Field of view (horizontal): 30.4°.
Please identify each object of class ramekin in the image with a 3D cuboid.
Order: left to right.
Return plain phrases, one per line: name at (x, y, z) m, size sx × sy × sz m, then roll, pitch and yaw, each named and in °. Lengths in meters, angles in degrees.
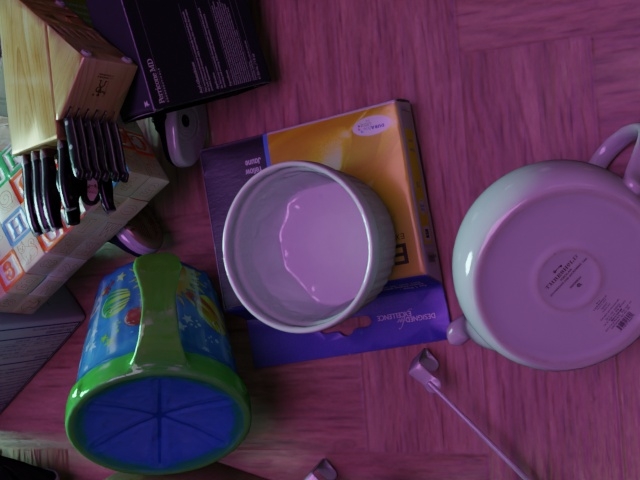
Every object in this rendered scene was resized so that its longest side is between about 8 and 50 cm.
ramekin at (-0.005, 0.007, 1.439) m, size 0.207 × 0.109 × 0.207 m, roll 1°, pitch 93°, yaw 28°

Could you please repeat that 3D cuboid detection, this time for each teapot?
teapot at (0.265, 0.010, 1.340) m, size 0.256 × 0.187 × 0.253 m, roll -8°, pitch 108°, yaw 1°

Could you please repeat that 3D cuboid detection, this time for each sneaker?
sneaker at (-0.351, -0.031, 1.692) m, size 0.282 × 0.099 × 0.153 m, roll 43°, pitch 107°, yaw 24°
sneaker at (-0.229, -0.200, 1.643) m, size 0.121 × 0.079 × 0.217 m, roll -9°, pitch 79°, yaw 30°

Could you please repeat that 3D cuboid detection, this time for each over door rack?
over door rack at (0.143, 0.336, 1.448) m, size 0.324 × 0.108 × 0.239 m, roll 48°, pitch 110°, yaw 18°

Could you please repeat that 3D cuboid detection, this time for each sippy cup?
sippy cup at (-0.213, 0.152, 1.542) m, size 0.305 × 0.240 × 0.224 m, roll -41°, pitch 39°, yaw 31°

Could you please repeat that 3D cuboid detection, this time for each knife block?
knife block at (-0.340, -0.151, 1.482) m, size 0.275 × 0.088 × 0.242 m, roll 41°, pitch 113°, yaw 33°

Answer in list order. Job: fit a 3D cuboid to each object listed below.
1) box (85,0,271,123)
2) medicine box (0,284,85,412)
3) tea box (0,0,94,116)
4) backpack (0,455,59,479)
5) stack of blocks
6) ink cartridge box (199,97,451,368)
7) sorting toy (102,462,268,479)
box at (-0.197, -0.303, 1.523) m, size 0.103 × 0.184 × 0.261 m, roll -9°, pitch 98°, yaw 53°
medicine box at (-0.540, 0.158, 1.702) m, size 0.289 × 0.263 × 0.149 m, roll -45°, pitch 72°, yaw 21°
tea box at (-0.478, -0.372, 1.678) m, size 0.329 × 0.220 × 0.324 m, roll 22°, pitch 101°, yaw 25°
backpack at (-0.509, 0.401, 1.716) m, size 0.253 × 0.225 × 0.191 m, roll -1°, pitch 92°, yaw 29°
stack of blocks at (-0.363, -0.057, 1.593) m, size 0.297 × 0.087 × 0.171 m, roll -41°, pitch 66°, yaw 20°
ink cartridge box at (0.000, 0.000, 1.533) m, size 0.303 × 0.072 × 0.307 m, roll -12°, pitch 84°, yaw 27°
sorting toy at (-0.175, 0.383, 1.531) m, size 0.255 × 0.257 × 0.089 m, roll 13°, pitch 106°, yaw 26°
